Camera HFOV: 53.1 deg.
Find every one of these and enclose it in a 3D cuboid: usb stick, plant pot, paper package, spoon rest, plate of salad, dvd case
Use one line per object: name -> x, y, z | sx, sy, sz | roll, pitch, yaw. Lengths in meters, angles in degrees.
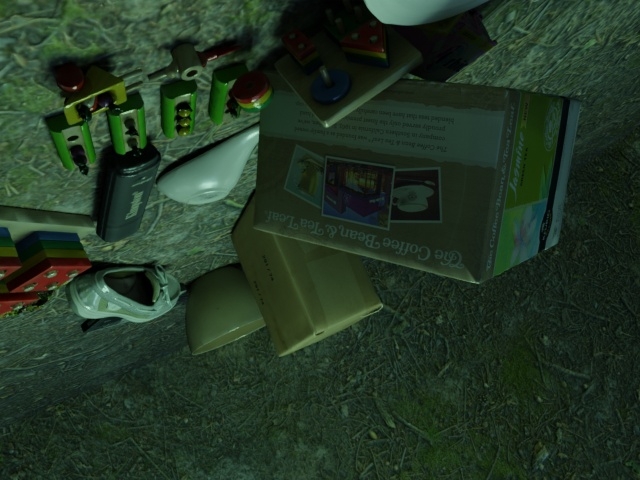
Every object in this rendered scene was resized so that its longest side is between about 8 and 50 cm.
usb stick -> -0.295, -0.065, 0.969 | 0.077, 0.045, 0.278 | -20, 168, -28
plant pot -> -0.278, 0.187, 1.864 | 0.284, 0.191, 0.284 | -25, 170, -5
paper package -> -0.047, 0.061, 1.417 | 0.168, 0.324, 0.309 | -20, 170, -24
spoon rest -> -0.136, -0.124, 1.023 | 0.276, 0.084, 0.137 | -15, 173, 21
plate of salad -> -0.553, 0.114, 1.184 | 0.200, 0.048, 0.200 | -23, 179, 0
dvd case -> -0.510, 0.186, 1.760 | 0.179, 0.029, 0.239 | -34, 167, 38

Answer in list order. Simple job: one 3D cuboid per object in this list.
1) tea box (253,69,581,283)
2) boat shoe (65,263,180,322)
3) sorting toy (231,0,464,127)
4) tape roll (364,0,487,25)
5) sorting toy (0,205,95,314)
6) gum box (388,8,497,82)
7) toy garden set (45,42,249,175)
tea box -> 0.136, -0.106, 0.875 | 0.329, 0.220, 0.323 | 14, -163, 32
boat shoe -> -0.403, 0.108, 1.397 | 0.103, 0.118, 0.320 | -25, 164, 21
sorting toy -> 0.031, -0.218, 0.725 | 0.274, 0.132, 0.046 | -34, 143, -1
tape roll -> 0.146, -0.324, 0.578 | 0.286, 0.100, 0.286 | -24, 169, -5
sorting toy -> -0.501, 0.052, 0.946 | 0.255, 0.089, 0.257 | -28, 170, 16
gum box -> 0.171, -0.288, 0.915 | 0.107, 0.062, 0.188 | -31, 168, 29
toy garden set -> -0.192, -0.155, 0.755 | 0.244, 0.049, 0.204 | -22, 169, -19
